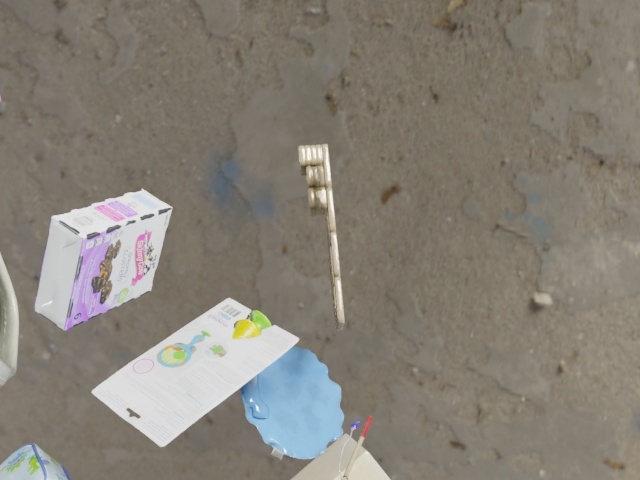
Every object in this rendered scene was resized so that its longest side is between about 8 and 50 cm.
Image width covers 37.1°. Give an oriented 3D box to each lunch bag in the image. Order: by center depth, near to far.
[{"bbox_3d":[-0.452,0.408,1.356,0.090,0.219,0.176,50,167,-24],"label":"lunch bag"}]

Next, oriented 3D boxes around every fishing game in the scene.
[{"bbox_3d":[-0.043,0.240,1.409,0.264,0.189,0.041,41,131,-11],"label":"fishing game"}]

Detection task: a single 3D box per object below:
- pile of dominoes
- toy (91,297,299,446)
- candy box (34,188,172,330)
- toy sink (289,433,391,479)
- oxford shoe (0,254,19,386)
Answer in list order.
[{"bbox_3d":[0.000,0.000,1.293,0.040,0.251,0.196,-5,168,-1],"label":"pile of dominoes"},{"bbox_3d":[-0.154,0.174,1.228,0.137,0.237,0.056,27,139,33],"label":"toy"},{"bbox_3d":[-0.329,0.025,1.457,0.070,0.196,0.164,30,119,21],"label":"candy box"},{"bbox_3d":[0.020,0.516,1.871,0.131,0.234,0.153,53,169,-10],"label":"toy sink"},{"bbox_3d":[-0.274,-0.042,0.581,0.130,0.449,0.169,-37,140,10],"label":"oxford shoe"}]
